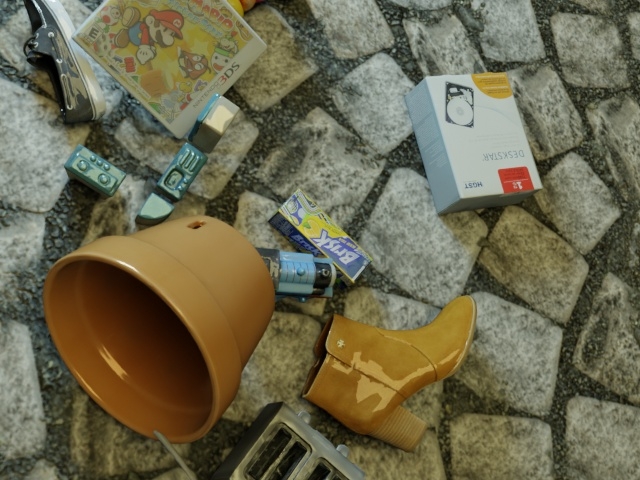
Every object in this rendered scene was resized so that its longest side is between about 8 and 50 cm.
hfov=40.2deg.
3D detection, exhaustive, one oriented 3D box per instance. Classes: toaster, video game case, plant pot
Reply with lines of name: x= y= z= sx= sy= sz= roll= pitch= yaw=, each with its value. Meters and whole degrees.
toaster: x=-0.054 y=0.342 z=1.243 sx=0.168 sy=0.110 sz=0.186 roll=42 pitch=61 yaw=-4
video game case: x=-0.226 y=-0.304 z=1.342 sx=0.206 sy=0.026 sz=0.227 roll=-47 pitch=118 yaw=-2
plant pot: x=-0.195 y=0.097 z=1.184 sx=0.291 sy=0.291 sz=0.203 roll=50 pitch=45 yaw=-1

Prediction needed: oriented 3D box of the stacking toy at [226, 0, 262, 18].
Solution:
stacking toy: x=-0.197 y=-0.374 z=1.420 sx=0.165 sy=0.175 sz=0.302 roll=32 pitch=77 yaw=-1

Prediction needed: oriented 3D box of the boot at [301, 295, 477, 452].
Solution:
boot: x=0.110 y=0.164 z=1.380 sx=0.211 sy=0.104 sz=0.295 roll=34 pitch=67 yaw=-10

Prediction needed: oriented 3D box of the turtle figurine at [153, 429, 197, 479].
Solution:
turtle figurine: x=-0.186 y=0.409 z=1.126 sx=0.198 sy=0.274 sz=0.266 roll=-46 pitch=120 yaw=-21

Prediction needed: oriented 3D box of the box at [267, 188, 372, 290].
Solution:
box: x=0.000 y=0.000 z=1.415 sx=0.169 sy=0.054 sz=0.059 roll=44 pitch=61 yaw=-5

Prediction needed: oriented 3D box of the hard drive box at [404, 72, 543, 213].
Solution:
hard drive box: x=0.275 y=-0.177 z=1.578 sx=0.181 sy=0.089 sz=0.232 roll=-9 pitch=77 yaw=-26

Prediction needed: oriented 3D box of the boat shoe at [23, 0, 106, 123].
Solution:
boat shoe: x=-0.406 y=-0.279 z=1.324 sx=0.076 sy=0.080 sz=0.229 roll=-25 pitch=91 yaw=-30

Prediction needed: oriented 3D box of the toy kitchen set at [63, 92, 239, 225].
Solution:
toy kitchen set: x=-0.250 y=-0.145 z=1.294 sx=0.166 sy=0.122 sz=0.207 roll=34 pitch=74 yaw=-10

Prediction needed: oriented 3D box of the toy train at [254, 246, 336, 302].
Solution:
toy train: x=-0.060 y=0.052 z=1.337 sx=0.184 sy=0.105 sz=0.080 roll=6 pitch=80 yaw=-21
